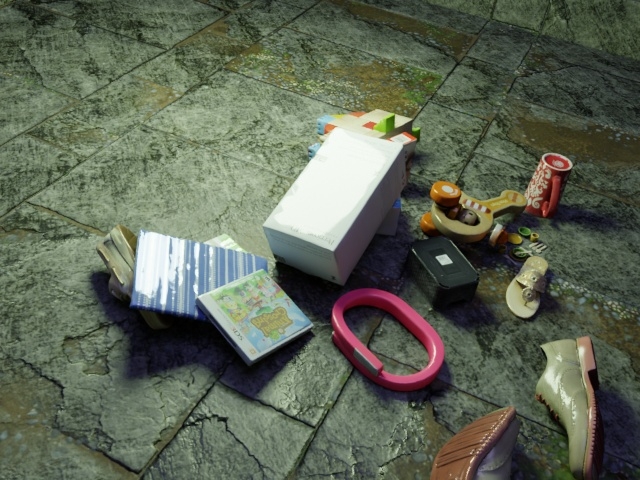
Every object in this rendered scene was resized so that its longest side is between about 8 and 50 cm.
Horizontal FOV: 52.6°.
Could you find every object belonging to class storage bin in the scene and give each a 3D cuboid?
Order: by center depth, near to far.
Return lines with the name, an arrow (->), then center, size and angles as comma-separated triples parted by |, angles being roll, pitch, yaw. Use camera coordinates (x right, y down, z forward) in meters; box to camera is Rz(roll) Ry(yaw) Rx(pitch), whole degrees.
storage bin -> 0.310, 0.081, 1.662 | 0.122, 0.084, 0.180 | -12, 45, -21

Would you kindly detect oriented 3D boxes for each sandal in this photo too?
sandal -> 0.549, 0.097, 1.687 | 0.088, 0.079, 0.240 | 23, 42, 17

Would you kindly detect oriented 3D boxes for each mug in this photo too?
mug -> 0.693, -0.157, 1.939 | 0.113, 0.169, 0.150 | -11, 44, -22

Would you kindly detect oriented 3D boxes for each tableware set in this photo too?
tableware set -> 0.565, 0.008, 1.837 | 0.154, 0.024, 0.104 | -23, 49, -31

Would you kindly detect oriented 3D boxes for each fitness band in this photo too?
fitness band -> 0.152, 0.224, 1.498 | 0.209, 0.054, 0.291 | -20, 49, -33

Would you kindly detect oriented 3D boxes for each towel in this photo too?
towel -> -0.268, 0.099, 1.507 | 0.335, 0.040, 0.243 | 14, 39, -23
towel -> -0.275, 0.036, 1.662 | 0.152, 0.023, 0.113 | -27, 52, -35

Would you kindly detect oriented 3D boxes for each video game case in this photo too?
video game case -> -0.145, 0.166, 1.465 | 0.193, 0.023, 0.212 | 46, 39, 18

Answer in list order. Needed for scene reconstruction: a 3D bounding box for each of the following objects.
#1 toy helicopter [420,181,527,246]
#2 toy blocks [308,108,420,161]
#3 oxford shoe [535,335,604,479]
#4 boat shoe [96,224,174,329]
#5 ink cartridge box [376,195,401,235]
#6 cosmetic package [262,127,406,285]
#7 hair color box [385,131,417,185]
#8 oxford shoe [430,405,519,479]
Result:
toy helicopter -> 0.473, -0.072, 1.835 | 0.355, 0.140, 0.235 | -17, 46, -34
toy blocks -> 0.103, -0.327, 2.059 | 0.260, 0.191, 0.381 | 24, 41, 35
oxford shoe -> 0.529, 0.359, 1.381 | 0.130, 0.123, 0.348 | -7, 36, 23
boat shoe -> -0.438, 0.099, 1.514 | 0.098, 0.109, 0.302 | -37, 63, 3
ink cartridge box -> 0.191, -0.112, 1.850 | 0.060, 0.104, 0.180 | 6, 41, -1
cosmetic package -> 0.047, -0.096, 1.675 | 0.217, 0.156, 0.385 | 18, 56, 24
hair color box -> 0.228, -0.231, 1.946 | 0.093, 0.167, 0.053 | -27, 50, -34
oxford shoe -> 0.292, 0.462, 1.213 | 0.147, 0.140, 0.397 | 53, 45, 2
